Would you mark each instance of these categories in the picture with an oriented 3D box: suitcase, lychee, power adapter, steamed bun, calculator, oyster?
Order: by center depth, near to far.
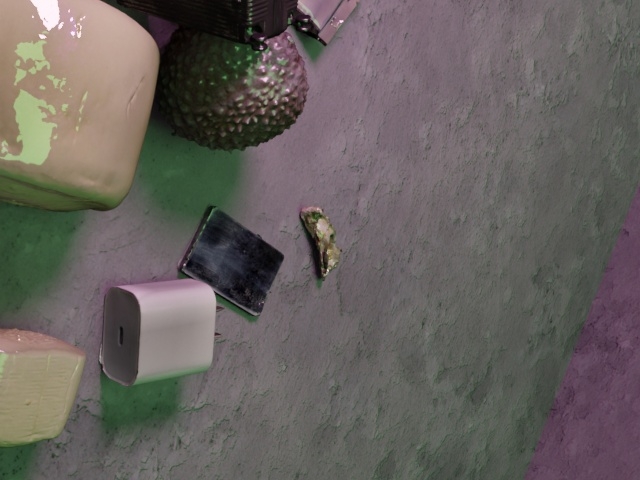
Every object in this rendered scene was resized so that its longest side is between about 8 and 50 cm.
[{"bbox_3d":[-0.460,-0.240,1.598,0.456,0.290,0.371,14,89,-47],"label":"steamed bun"},{"bbox_3d":[-0.187,-0.475,1.684,0.152,0.335,0.229,-35,138,-45],"label":"suitcase"},{"bbox_3d":[-0.541,0.250,1.735,0.250,0.155,0.199,16,92,-53],"label":"steamed bun"},{"bbox_3d":[-0.169,-0.305,1.877,0.300,0.300,0.299,-14,110,-43],"label":"lychee"},{"bbox_3d":[-0.294,0.176,1.994,0.255,0.124,0.186,-4,103,-45],"label":"power adapter"},{"bbox_3d":[-0.184,0.048,2.152,0.262,0.021,0.161,39,71,-44],"label":"calculator"},{"bbox_3d":[0.003,0.002,2.325,0.106,0.061,0.199,-36,129,-56],"label":"oyster"}]

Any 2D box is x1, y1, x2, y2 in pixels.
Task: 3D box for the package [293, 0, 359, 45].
[{"bbox_3d":[-0.020,-0.569,2.147,0.251,0.062,0.203,46,66,-28],"label":"package"}]
